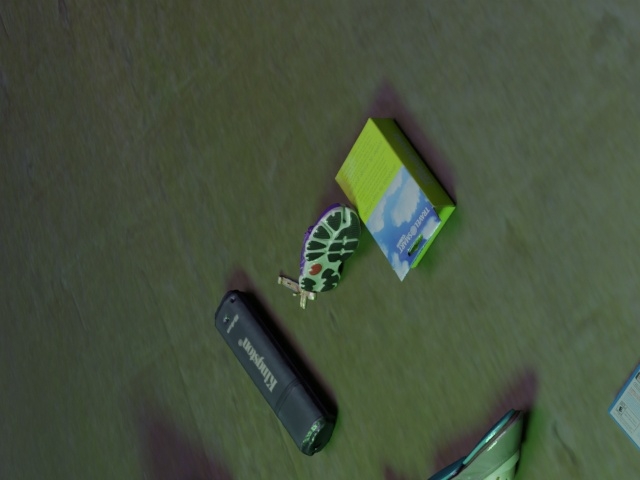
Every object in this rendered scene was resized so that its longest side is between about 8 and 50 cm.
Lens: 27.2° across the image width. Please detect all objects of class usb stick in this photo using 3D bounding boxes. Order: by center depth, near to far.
[{"bbox_3d":[-0.065,0.177,1.813,0.278,0.045,0.077,52,131,38],"label":"usb stick"}]

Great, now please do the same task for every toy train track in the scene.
[{"bbox_3d":[-0.035,0.064,1.792,0.083,0.014,0.048,24,111,50],"label":"toy train track"}]

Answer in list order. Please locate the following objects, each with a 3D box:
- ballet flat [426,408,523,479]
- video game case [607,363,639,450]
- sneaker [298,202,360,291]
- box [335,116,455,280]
[{"bbox_3d":[0.182,0.263,1.493,0.068,0.072,0.213,45,133,6],"label":"ballet flat"},{"bbox_3d":[0.357,0.150,1.284,0.119,0.015,0.166,54,132,37],"label":"video game case"},{"bbox_3d":[0.000,0.000,1.683,0.170,0.068,0.071,117,147,-54],"label":"sneaker"},{"bbox_3d":[0.091,-0.051,1.595,0.178,0.042,0.109,58,135,32],"label":"box"}]
